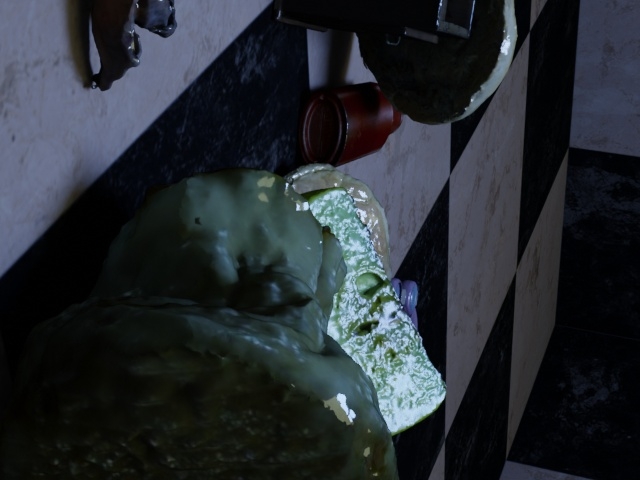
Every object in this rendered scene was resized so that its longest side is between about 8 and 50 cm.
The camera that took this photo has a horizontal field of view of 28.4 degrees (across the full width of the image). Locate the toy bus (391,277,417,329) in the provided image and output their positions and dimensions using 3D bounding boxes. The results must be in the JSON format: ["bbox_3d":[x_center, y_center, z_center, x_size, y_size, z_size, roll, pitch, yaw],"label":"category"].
[{"bbox_3d":[0.047,0.113,1.685,0.202,0.142,0.142,12,88,-72],"label":"toy bus"}]

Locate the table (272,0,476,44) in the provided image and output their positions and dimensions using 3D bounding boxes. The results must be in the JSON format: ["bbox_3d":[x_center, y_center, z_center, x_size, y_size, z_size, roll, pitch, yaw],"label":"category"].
[{"bbox_3d":[0.073,-0.314,1.454,0.169,0.193,0.172,-15,113,-70],"label":"table"}]

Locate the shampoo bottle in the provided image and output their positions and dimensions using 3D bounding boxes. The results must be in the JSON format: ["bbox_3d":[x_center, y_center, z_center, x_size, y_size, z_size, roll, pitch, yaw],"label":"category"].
[{"bbox_3d":[0.045,-0.155,1.665,0.260,0.064,0.102,-26,123,-68],"label":"shampoo bottle"}]

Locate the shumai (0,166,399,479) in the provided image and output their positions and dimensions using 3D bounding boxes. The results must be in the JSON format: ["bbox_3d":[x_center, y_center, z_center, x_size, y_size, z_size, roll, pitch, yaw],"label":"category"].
[{"bbox_3d":[-0.085,0.114,1.084,0.397,0.324,0.323,87,8,-48],"label":"shumai"}]

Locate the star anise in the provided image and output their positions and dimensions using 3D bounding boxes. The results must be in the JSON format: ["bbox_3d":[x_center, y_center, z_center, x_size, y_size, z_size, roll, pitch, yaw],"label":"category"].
[{"bbox_3d":[-0.145,-0.228,1.003,0.171,0.063,0.208,-50,153,-18],"label":"star anise"}]

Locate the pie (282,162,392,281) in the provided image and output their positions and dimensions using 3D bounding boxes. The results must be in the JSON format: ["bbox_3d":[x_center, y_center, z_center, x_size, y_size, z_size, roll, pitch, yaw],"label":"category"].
[{"bbox_3d":[0.002,0.000,1.514,0.218,0.052,0.185,-11,96,-38],"label":"pie"}]

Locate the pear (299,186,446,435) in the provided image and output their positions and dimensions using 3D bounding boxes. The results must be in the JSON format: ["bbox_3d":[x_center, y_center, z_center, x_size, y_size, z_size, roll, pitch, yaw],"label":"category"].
[{"bbox_3d":[-0.033,0.114,1.340,0.292,0.159,0.292,10,74,-36],"label":"pear"}]

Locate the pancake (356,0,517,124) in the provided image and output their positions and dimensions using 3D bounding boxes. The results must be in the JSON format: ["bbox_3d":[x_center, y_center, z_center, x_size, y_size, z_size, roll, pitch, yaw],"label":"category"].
[{"bbox_3d":[0.142,-0.277,1.587,0.049,0.282,0.282,3,98,-39],"label":"pancake"}]
